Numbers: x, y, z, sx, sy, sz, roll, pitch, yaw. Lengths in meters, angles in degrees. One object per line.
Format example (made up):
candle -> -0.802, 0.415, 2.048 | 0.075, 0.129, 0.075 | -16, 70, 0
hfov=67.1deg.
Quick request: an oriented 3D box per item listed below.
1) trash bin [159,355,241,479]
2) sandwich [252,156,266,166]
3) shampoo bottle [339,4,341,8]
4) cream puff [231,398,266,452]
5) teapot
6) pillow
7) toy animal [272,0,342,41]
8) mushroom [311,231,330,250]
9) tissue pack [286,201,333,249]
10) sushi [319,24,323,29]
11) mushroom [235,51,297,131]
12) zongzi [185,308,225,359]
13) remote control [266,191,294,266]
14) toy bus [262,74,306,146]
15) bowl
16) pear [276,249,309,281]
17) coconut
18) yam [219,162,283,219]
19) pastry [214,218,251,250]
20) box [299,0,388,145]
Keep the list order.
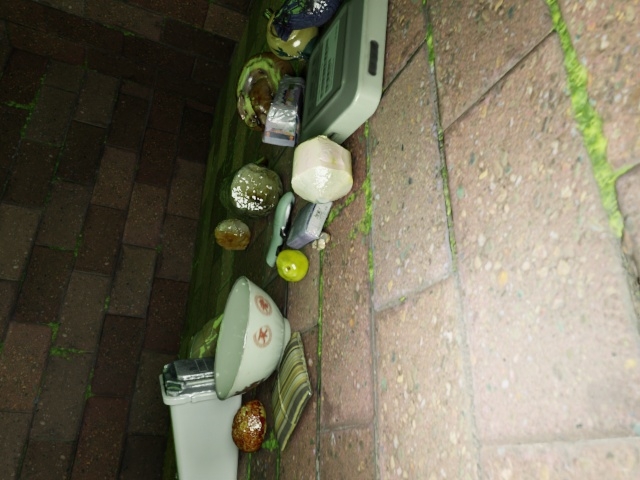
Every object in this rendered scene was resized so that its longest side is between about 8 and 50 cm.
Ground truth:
trash bin -> -0.347, 0.569, 1.532 | 0.256, 0.295, 0.368 | -171, 79, -67
sandwich -> -0.291, -0.228, 1.991 | 0.094, 0.096, 0.258 | 36, 115, 61
shampoo bottle -> 0.046, -0.802, 1.452 | 0.118, 0.087, 0.234 | -124, 50, -67
cream puff -> -0.209, 0.531, 1.389 | 0.149, 0.084, 0.149 | -43, 40, 52
teapot -> -0.085, -0.660, 1.565 | 0.269, 0.182, 0.173 | 44, 99, 27
pillow -> -0.078, 0.366, 1.189 | 0.212, 0.052, 0.208 | -112, 41, -56
toy animal -> -0.009, -0.656, 1.338 | 0.185, 0.298, 0.122 | -55, -52, -68
mushroom -> 0.000, 0.000, 1.234 | 0.101, 0.019, 0.049 | 150, 128, -63
tissue pack -> -0.032, -0.044, 1.268 | 0.156, 0.051, 0.112 | -29, 37, 65
sushi -> -0.034, -0.750, 1.622 | 0.098, 0.094, 0.084 | -42, 44, 49
mushroom -> -0.190, -0.514, 1.737 | 0.263, 0.195, 0.283 | -14, 65, 27
zongzi -> -0.367, 0.447, 1.729 | 0.393, 0.174, 0.356 | -44, 43, 45
remote control -> -0.133, -0.034, 1.552 | 0.097, 0.045, 0.256 | -132, 55, -65
toy bus -> -0.102, -0.402, 1.473 | 0.317, 0.112, 0.138 | -87, 6, -54
bowl -> -0.180, 0.277, 1.349 | 0.337, 0.157, 0.337 | -167, 90, -69
pear -> -0.074, 0.067, 1.302 | 0.097, 0.092, 0.092 | -23, -44, -64
coconut -> 0.004, -0.156, 1.141 | 0.147, 0.147, 0.153 | 131, 147, -51
yam -> -0.252, -0.173, 1.733 | 0.300, 0.195, 0.195 | -171, 93, -69
pastry -> -0.360, -0.021, 1.982 | 0.153, 0.153, 0.081 | 124, 153, -43
box -> 0.045, -0.429, 1.257 | 0.373, 0.090, 0.367 | 151, 128, -62
